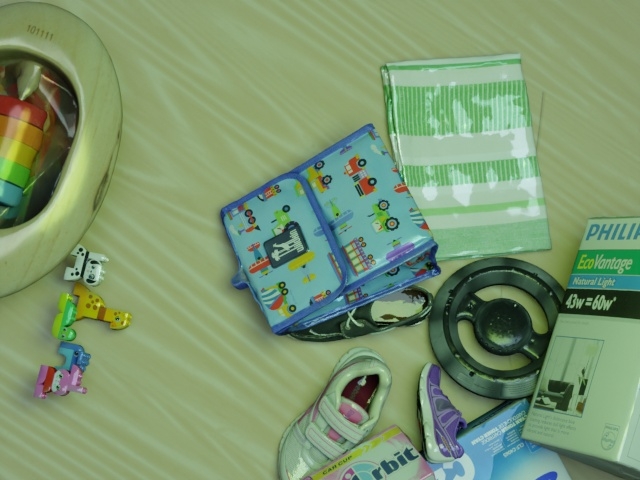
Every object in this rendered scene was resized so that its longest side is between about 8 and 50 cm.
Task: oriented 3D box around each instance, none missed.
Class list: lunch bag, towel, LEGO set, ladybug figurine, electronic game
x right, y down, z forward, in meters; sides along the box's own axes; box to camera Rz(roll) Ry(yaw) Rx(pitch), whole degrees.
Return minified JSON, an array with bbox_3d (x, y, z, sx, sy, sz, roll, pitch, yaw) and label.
[{"bbox_3d":[0.000,0.000,1.703,0.293,0.138,0.221,-26,68,-1],"label":"lunch bag"},{"bbox_3d":[0.231,-0.133,1.815,0.247,0.038,0.325,-6,84,-11],"label":"towel"},{"bbox_3d":[-0.332,0.127,1.658,0.093,0.087,0.227,11,81,7],"label":"LEGO set"},{"bbox_3d":[-0.449,-0.117,1.632,0.305,0.162,0.449,22,79,-6],"label":"ladybug figurine"},{"bbox_3d":[0.282,0.134,1.762,0.229,0.048,0.229,-1,68,3],"label":"electronic game"}]

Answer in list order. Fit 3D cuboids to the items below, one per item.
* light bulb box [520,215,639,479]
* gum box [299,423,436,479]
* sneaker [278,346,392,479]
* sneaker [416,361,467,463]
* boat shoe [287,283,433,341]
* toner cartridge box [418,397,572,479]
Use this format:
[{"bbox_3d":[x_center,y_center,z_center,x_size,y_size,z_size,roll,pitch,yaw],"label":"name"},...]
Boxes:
[{"bbox_3d":[0.540,0.190,1.687,0.358,0.225,0.361,24,79,-25],"label":"light bulb box"},{"bbox_3d":[0.070,0.355,1.634,0.188,0.062,0.107,-29,45,-13],"label":"gum box"},{"bbox_3d":[0.022,0.268,1.689,0.103,0.111,0.252,31,79,-5],"label":"sneaker"},{"bbox_3d":[0.182,0.261,1.713,0.071,0.068,0.170,-3,50,-2],"label":"sneaker"},{"bbox_3d":[0.057,0.106,1.734,0.233,0.079,0.084,-7,85,-7],"label":"boat shoe"},{"bbox_3d":[0.197,0.392,1.722,0.347,0.075,0.165,-29,89,-12],"label":"toner cartridge box"}]
